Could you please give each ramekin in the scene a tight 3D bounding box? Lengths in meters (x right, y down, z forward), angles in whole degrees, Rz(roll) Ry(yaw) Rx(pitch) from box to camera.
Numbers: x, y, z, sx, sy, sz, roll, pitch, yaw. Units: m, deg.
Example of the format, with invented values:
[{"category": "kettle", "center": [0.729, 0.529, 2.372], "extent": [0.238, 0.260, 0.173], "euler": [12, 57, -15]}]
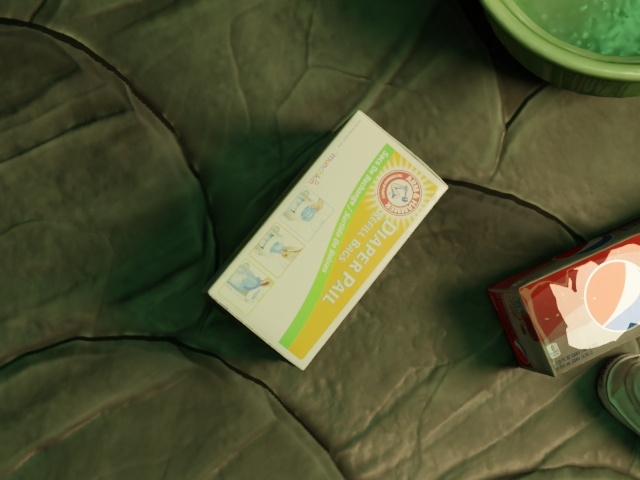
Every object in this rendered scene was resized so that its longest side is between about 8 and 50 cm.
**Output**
[{"category": "ramekin", "center": [0.272, -0.273, 0.818], "extent": [0.303, 0.148, 0.303], "euler": [-1, 85, 10]}]

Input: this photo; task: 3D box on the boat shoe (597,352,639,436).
[{"category": "boat shoe", "center": [0.383, 0.199, 0.883], "extent": [0.258, 0.084, 0.095], "euler": [31, 82, -7]}]

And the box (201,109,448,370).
[{"category": "box", "center": [0.000, 0.000, 0.815], "extent": [0.103, 0.114, 0.203], "euler": [40, 81, -6]}]

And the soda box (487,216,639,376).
[{"category": "soda box", "center": [0.300, 0.032, 0.879], "extent": [0.263, 0.083, 0.092], "euler": [-23, 92, -10]}]
